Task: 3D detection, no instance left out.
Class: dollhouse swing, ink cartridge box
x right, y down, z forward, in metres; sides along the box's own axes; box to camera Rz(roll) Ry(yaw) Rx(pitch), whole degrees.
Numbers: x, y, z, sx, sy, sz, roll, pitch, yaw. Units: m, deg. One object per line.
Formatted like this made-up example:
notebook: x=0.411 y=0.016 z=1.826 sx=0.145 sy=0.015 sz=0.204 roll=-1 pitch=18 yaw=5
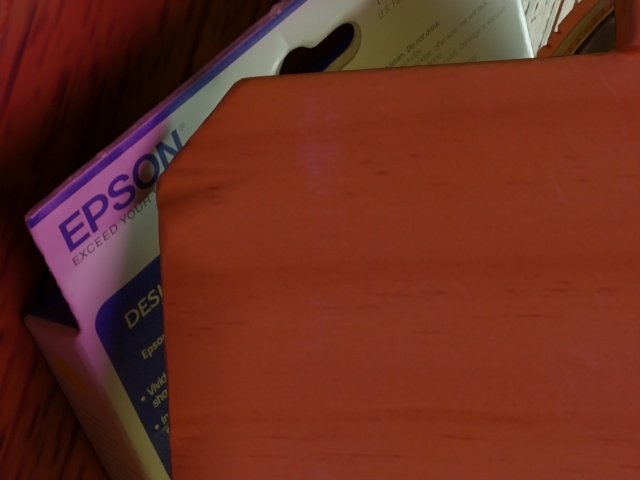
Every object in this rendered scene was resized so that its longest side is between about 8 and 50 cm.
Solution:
dollhouse swing: x=0.134 y=0.073 z=0.844 sx=0.315 sy=0.305 sz=0.347 roll=0 pitch=85 yaw=-66
ink cartridge box: x=0.000 y=0.000 z=0.921 sx=0.303 sy=0.072 sz=0.307 roll=-42 pitch=133 yaw=-25

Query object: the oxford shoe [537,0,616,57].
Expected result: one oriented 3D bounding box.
oxford shoe: x=0.141 y=0.049 z=0.947 sx=0.130 sy=0.132 sz=0.364 roll=0 pitch=108 yaw=-49
